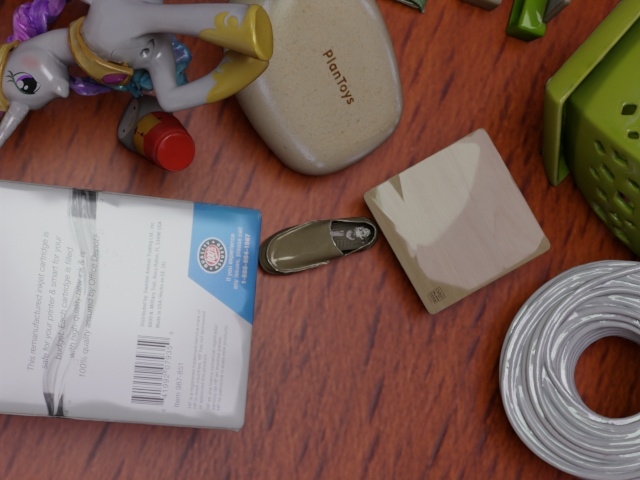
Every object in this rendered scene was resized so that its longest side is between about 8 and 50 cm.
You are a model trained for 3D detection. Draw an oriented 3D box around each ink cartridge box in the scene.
[{"bbox_3d":[-0.228,0.067,1.208,0.307,0.129,0.223,6,84,-14],"label":"ink cartridge box"}]

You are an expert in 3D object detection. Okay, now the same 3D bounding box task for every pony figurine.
[{"bbox_3d":[-0.200,-0.273,1.193,0.363,0.303,0.351,-9,71,25],"label":"pony figurine"}]

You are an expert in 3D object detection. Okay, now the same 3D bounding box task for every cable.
[{"bbox_3d":[0.334,0.149,1.363,0.257,0.089,0.257,-5,76,16],"label":"cable"}]

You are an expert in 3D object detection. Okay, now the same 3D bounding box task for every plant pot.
[{"bbox_3d":[0.385,-0.137,1.382,0.207,0.227,0.228,36,74,23],"label":"plant pot"}]

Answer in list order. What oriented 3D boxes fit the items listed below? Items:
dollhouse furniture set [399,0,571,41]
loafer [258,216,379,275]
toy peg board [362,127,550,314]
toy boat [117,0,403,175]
[{"bbox_3d":[0.161,-0.383,1.413,0.301,0.151,0.197,18,78,-9],"label":"dollhouse furniture set"},{"bbox_3d":[0.000,0.000,1.370,0.148,0.050,0.056,-18,85,-16],"label":"loafer"},{"bbox_3d":[0.156,-0.021,1.406,0.160,0.079,0.161,-29,89,-1],"label":"toy peg board"},{"bbox_3d":[-0.072,-0.176,1.328,0.318,0.148,0.267,-28,118,-13],"label":"toy boat"}]
